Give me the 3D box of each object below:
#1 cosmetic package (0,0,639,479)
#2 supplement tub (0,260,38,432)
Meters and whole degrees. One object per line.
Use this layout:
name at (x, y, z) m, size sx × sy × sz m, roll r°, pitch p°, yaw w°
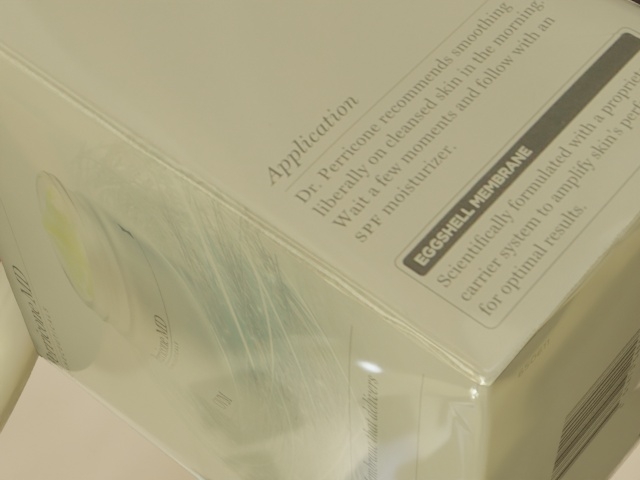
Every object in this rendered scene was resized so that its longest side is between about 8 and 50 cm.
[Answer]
cosmetic package at (0.000, 0.000, 0.490) m, size 0.138 × 0.224 × 0.224 m, roll -44°, pitch -26°, yaw -24°
supplement tub at (-0.259, -0.012, 0.669) m, size 0.191 × 0.272 × 0.191 m, roll -59°, pitch 14°, yaw 25°
